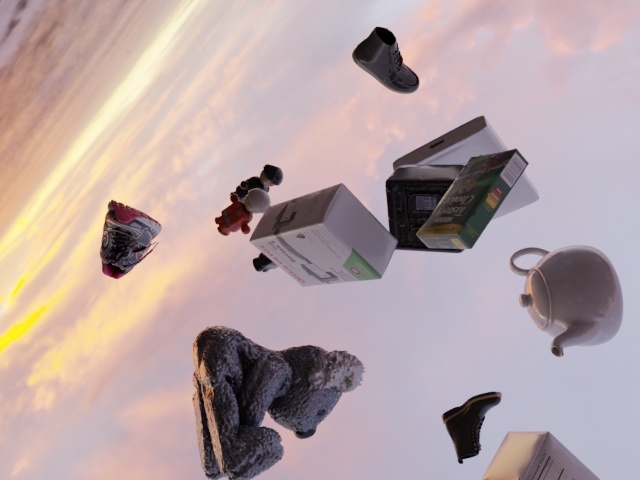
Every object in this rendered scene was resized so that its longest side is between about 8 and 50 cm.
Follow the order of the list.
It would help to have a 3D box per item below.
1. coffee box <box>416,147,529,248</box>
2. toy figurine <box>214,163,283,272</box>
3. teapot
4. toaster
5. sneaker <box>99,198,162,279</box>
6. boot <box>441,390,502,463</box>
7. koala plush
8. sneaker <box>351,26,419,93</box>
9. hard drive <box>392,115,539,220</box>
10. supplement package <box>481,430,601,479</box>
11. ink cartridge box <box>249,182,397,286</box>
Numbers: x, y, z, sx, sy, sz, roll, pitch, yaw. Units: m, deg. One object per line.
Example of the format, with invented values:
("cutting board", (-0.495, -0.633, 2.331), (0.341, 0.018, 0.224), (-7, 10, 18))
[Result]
("coffee box", (0.248, -0.067, 0.828), (0.184, 0.040, 0.113), (-52, -161, -13))
("toy figurine", (-0.122, -0.054, 1.200), (0.148, 0.210, 0.213), (-31, -159, 24))
("teapot", (0.561, 0.128, 1.184), (0.256, 0.186, 0.253), (50, 35, -82))
("toaster", (0.235, -0.068, 1.055), (0.185, 0.168, 0.110), (3, -149, 22))
("sneaker", (-0.437, 0.006, 1.139), (0.112, 0.120, 0.299), (-67, -171, -27))
("boot", (0.435, 0.512, 1.383), (0.198, 0.076, 0.137), (-48, -142, 35))
("koala plush", (-0.059, 0.208, 0.717), (0.196, 0.221, 0.204), (136, -56, -59))
("sneaker", (0.207, -0.495, 1.405), (0.118, 0.222, 0.083), (-32, -139, 57))
("hard drive", (0.370, -0.147, 1.254), (0.233, 0.353, 0.047), (-26, -128, 30))
("supplement package", (0.479, 0.521, 1.020), (0.134, 0.244, 0.139), (-46, 179, -26))
("ink cartridge box", (0.000, 0.000, 0.911), (0.219, 0.160, 0.093), (-13, -138, 49))
